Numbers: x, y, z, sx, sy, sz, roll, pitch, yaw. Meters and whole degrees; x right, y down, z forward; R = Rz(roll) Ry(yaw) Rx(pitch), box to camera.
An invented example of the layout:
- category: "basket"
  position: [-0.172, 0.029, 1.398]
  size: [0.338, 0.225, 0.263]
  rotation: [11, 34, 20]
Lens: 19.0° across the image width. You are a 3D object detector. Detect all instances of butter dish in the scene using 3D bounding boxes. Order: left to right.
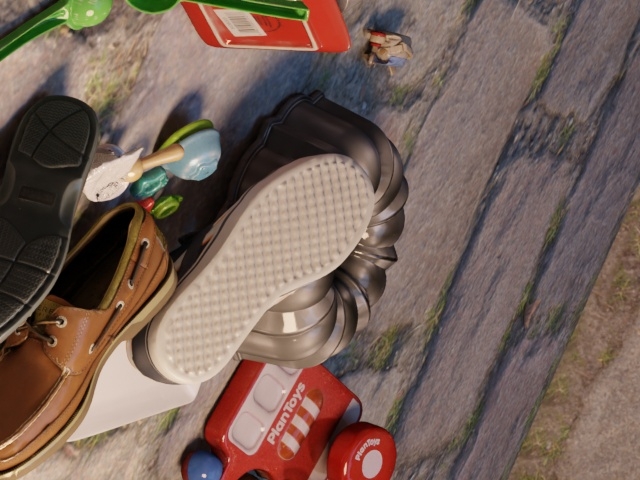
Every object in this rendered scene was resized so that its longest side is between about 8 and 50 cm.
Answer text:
- category: "butter dish"
  position: [-0.051, -0.260, 1.857]
  size: [0.160, 0.160, 0.118]
  rotation: [60, 36, -65]

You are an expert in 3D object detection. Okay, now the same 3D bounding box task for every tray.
- category: "tray"
  position: [-0.193, 0.128, 2.083]
  size: [0.270, 0.030, 0.145]
  rotation: [-12, 125, -63]

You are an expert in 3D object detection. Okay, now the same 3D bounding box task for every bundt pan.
- category: "bundt pan"
  position: [0.000, 0.000, 2.203]
  size: [0.331, 0.124, 0.331]
  rotation: [-48, 148, -44]

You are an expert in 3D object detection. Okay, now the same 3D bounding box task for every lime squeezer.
- category: "lime squeezer"
  position: [-0.174, -0.201, 1.688]
  size: [0.310, 0.110, 0.059]
  rotation: [-12, 150, -25]

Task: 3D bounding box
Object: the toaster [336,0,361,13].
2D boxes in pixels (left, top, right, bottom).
- category: "toaster"
  position: [0.027, -0.334, 1.949]
  size: [0.168, 0.110, 0.185]
  rotation: [-42, 150, -53]

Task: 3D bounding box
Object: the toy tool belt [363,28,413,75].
- category: "toy tool belt"
  position: [0.078, -0.222, 2.276]
  size: [0.083, 0.052, 0.051]
  rotation: [-7, 112, -64]

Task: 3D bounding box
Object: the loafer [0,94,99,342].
- category: "loafer"
  position: [-0.260, -0.001, 1.674]
  size: [0.084, 0.096, 0.267]
  rotation: [106, 5, -61]

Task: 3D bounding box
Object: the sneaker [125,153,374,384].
- category: "sneaker"
  position: [-0.084, 0.025, 2.001]
  size: [0.321, 0.127, 0.126]
  rotation: [-42, 106, -26]

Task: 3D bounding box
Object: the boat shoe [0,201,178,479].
- category: "boat shoe"
  position: [-0.254, 0.088, 1.822]
  size: [0.307, 0.111, 0.104]
  rotation: [-57, 151, -32]

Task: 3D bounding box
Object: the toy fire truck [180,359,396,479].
- category: "toy fire truck"
  position: [-0.067, 0.281, 2.401]
  size: [0.254, 0.169, 0.302]
  rotation: [45, 70, -42]

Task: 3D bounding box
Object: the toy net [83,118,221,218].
- category: "toy net"
  position: [-0.185, -0.067, 1.883]
  size: [0.122, 0.045, 0.232]
  rotation: [-40, 164, 23]
